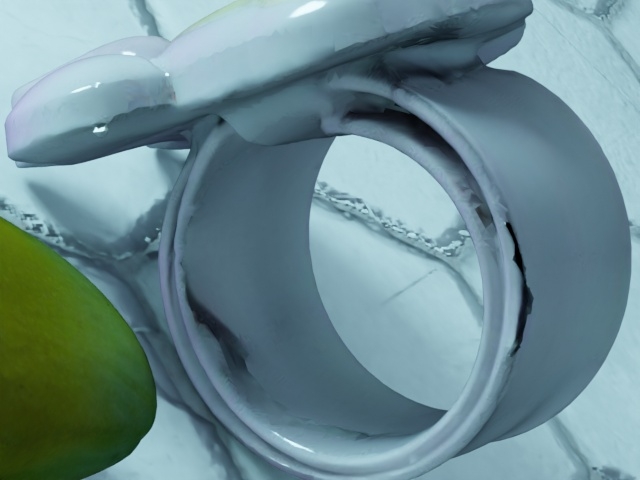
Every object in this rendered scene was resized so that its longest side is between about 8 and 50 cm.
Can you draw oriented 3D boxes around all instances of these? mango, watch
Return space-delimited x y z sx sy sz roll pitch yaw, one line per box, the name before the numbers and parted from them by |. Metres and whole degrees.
mango | -0.144 0.039 0.706 0.194 0.092 0.130 25 33 -34
watch | 0.000 0.000 0.846 0.211 0.248 0.217 -11 85 -55
